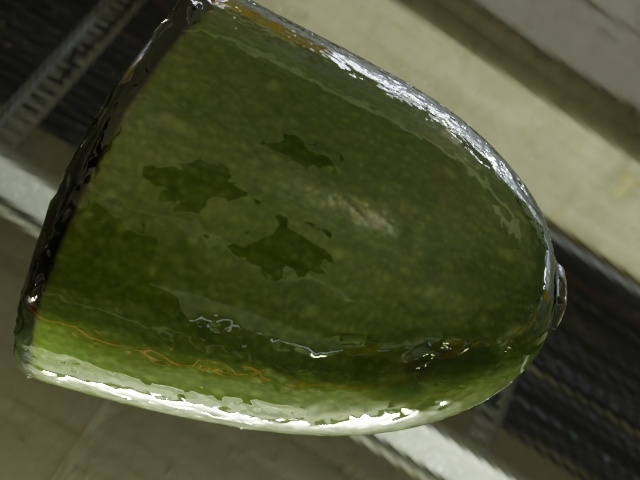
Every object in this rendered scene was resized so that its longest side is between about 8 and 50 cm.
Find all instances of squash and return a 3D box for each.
[{"bbox_3d":[0.000,0.028,0.966,0.308,0.310,0.310,29,-138,5],"label":"squash"}]
